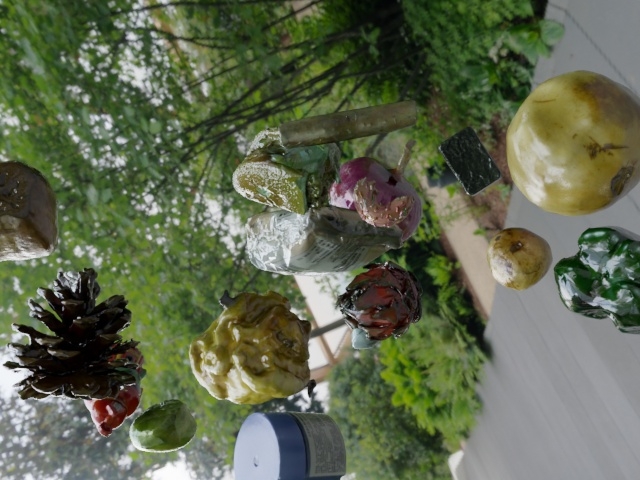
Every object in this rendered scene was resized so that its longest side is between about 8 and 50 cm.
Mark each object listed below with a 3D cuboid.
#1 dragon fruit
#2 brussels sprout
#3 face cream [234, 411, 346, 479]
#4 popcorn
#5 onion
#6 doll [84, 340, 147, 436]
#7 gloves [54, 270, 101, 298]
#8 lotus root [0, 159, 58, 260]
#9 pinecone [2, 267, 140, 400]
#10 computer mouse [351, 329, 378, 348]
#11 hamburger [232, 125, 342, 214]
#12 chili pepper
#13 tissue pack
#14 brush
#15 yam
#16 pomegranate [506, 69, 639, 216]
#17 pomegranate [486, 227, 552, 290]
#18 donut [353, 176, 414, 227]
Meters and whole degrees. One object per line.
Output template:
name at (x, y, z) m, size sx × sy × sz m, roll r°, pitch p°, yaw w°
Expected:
dragon fruit at (0.138, 0.137, 1.336) m, size 0.182 × 0.188 × 0.182 m, roll 45°, pitch 171°, yaw 9°
brussels sprout at (-0.503, 0.601, 1.907) m, size 0.161 × 0.223 × 0.223 m, roll 64°, pitch 180°, yaw 12°
face cream at (-0.079, 0.589, 1.597) m, size 0.224 × 0.249 × 0.249 m, roll 11°, pitch -142°, yaw -32°
popcorn at (-0.156, 0.236, 1.409) m, size 0.281 × 0.315 × 0.297 m, roll 58°, pitch -137°, yaw -22°
onion at (0.205, -0.159, 2.123) m, size 0.345 × 0.357 × 0.359 m, roll 109°, pitch 146°, yaw -46°
doll at (-0.657, 0.477, 1.889) m, size 0.182 × 0.160 × 0.363 m, roll 42°, pitch -166°, yaw -26°
gloves at (-0.776, 0.156, 1.891) m, size 0.229 × 0.119 × 0.097 m, roll 11°, pitch 123°, yaw 44°
lotus root at (-0.908, -0.105, 1.697) m, size 0.316 × 0.315 × 0.250 m, roll 66°, pitch 154°, yaw 10°
pinecone at (-0.667, 0.256, 1.641) m, size 0.384 × 0.384 × 0.385 m, roll -24°, pitch -90°, yaw -89°
computer mouse at (0.212, 0.343, 2.248) m, size 0.079 × 0.230 × 0.128 m, roll 50°, pitch 142°, yaw 29°
hamburger at (-0.082, -0.194, 1.518) m, size 0.192 × 0.287 × 0.168 m, roll 94°, pitch -164°, yaw -50°
chili pepper at (0.661, 0.080, 1.328) m, size 0.248 × 0.234 × 0.256 m, roll 13°, pitch 175°, yaw 40°
tissue pack at (0.000, 0.000, 1.793) m, size 0.389 × 0.375 × 0.195 m, roll 13°, pitch -109°, yaw -42°
brush at (0.462, -0.245, 1.839) m, size 0.197 × 0.123 × 0.059 m, roll 58°, pitch -166°, yaw 5°
yam at (0.063, -0.257, 1.321) m, size 0.067 × 0.317 × 0.071 m, roll -102°, pitch 2°, yaw -47°
pomegranate at (0.598, -0.225, 1.399) m, size 0.332 × 0.332 × 0.333 m, roll -24°, pitch -90°, yaw -89°
pomegranate at (0.677, 0.064, 2.023) m, size 0.215 × 0.215 × 0.216 m, roll -24°, pitch -90°, yaw -89°
donut at (0.157, -0.091, 1.568) m, size 0.065 × 0.165 × 0.117 m, roll 54°, pitch -128°, yaw -77°
